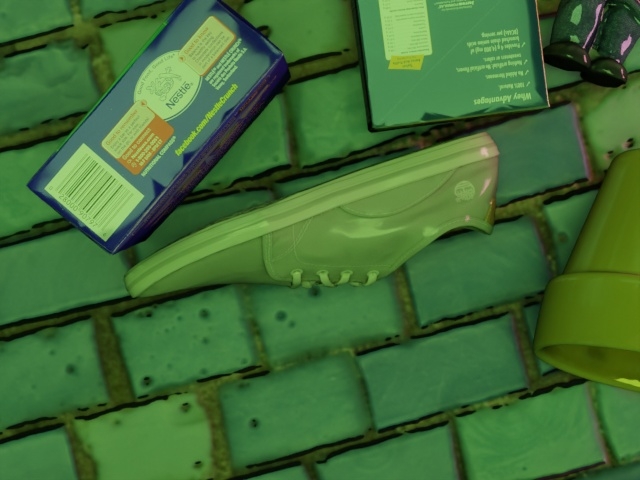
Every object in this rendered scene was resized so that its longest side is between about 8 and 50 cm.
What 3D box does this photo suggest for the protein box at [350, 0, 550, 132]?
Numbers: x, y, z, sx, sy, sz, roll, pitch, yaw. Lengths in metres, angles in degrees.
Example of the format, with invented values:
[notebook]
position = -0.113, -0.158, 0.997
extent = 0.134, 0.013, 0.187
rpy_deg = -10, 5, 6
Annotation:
[protein box]
position = 0.140, -0.234, 1.771
extent = 0.199, 0.136, 0.201
rpy_deg = -7, 93, 0

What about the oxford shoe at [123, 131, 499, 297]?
[oxford shoe]
position = 0.000, 0.000, 1.774
extent = 0.449, 0.169, 0.130
rpy_deg = -18, 94, -4

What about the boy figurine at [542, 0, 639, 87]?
[boy figurine]
position = 0.350, -0.316, 1.783
extent = 0.177, 0.092, 0.285
rpy_deg = 24, 87, -11

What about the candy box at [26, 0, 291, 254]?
[candy box]
position = -0.161, -0.123, 1.687
extent = 0.122, 0.317, 0.268
rpy_deg = 41, 91, 0

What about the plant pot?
[plant pot]
position = 0.381, 0.035, 1.743
extent = 0.254, 0.254, 0.239
rpy_deg = 13, 78, -1
